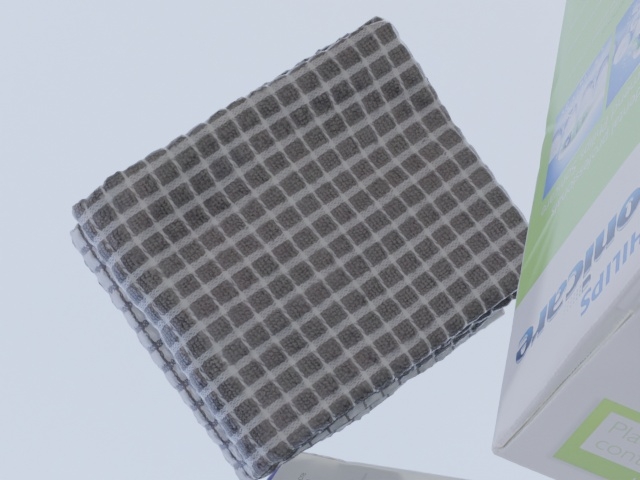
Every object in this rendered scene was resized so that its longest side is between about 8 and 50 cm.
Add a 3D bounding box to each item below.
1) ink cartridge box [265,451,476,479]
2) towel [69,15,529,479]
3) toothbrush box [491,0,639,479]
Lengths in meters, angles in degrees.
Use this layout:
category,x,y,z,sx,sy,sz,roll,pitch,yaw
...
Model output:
category,x,y,z,sx,sy,sz,roll,pitch,yaw
ink cartridge box,0.038,0.323,1.412,0.303,0.307,0.072,-52,-48,-41
towel,0.000,0.000,1.132,0.283,0.121,0.235,-35,-99,-18
toothbrush box,0.191,-0.028,0.554,0.206,0.122,0.283,22,-135,-7
